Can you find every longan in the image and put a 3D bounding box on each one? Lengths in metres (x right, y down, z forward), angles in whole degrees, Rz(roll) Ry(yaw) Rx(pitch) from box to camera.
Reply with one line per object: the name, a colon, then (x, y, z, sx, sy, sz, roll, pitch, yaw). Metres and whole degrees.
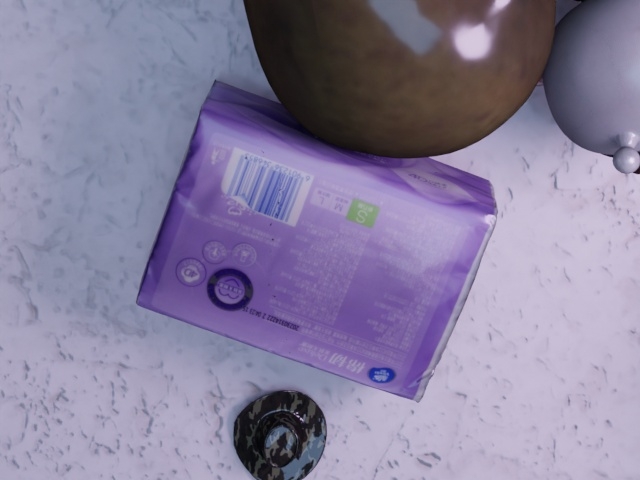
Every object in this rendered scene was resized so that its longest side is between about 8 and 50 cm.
longan: (0.079, -0.262, 1.530, 0.361, 0.361, 0.361, 0, 101, 0)

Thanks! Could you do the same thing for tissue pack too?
tissue pack: (0.000, 0.000, 1.669, 0.338, 0.160, 0.242, 20, 110, -5)

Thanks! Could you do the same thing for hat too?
hat: (-0.046, 0.233, 1.775, 0.121, 0.050, 0.121, 0, 104, -1)

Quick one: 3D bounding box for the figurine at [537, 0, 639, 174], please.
figurine: (0.305, -0.245, 1.598, 0.281, 0.167, 0.370, -18, 78, 39)
